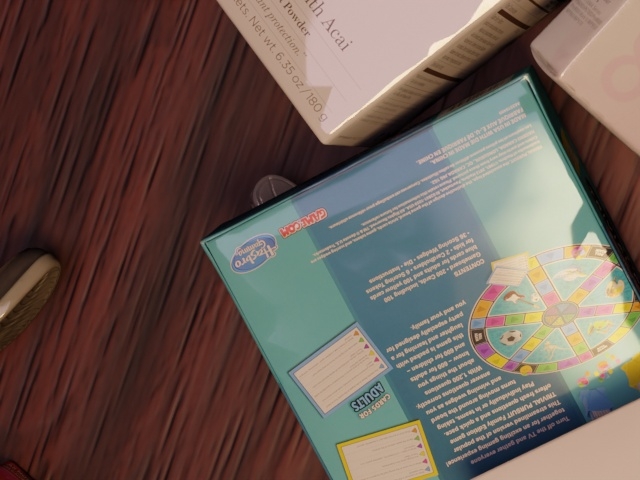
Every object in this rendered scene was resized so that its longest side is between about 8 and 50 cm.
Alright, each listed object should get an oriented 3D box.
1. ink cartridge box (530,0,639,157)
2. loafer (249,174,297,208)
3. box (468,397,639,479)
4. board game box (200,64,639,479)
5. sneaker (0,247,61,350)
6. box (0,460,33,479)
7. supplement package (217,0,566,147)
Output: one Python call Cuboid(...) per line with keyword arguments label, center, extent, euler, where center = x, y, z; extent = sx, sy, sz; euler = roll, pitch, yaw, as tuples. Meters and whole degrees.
Cuboid(label="ink cartridge box", center=(0.277, -0.152, 1.264), extent=(0.232, 0.066, 0.189), euler=(-44, 127, 14))
Cuboid(label="loafer", center=(0.000, 0.000, 1.407), extent=(0.125, 0.039, 0.045), euler=(41, 72, -2))
Cuboid(label="box", center=(0.272, 0.193, 1.203), extent=(0.322, 0.058, 0.232), euler=(-29, 71, 20))
Cuboid(label="board game box", center=(0.110, 0.086, 1.337), extent=(0.254, 0.079, 0.336), euler=(-27, 95, 13))
Cuboid(label="sneaker", center=(-0.306, 0.054, 1.456), extent=(0.222, 0.083, 0.118), euler=(-41, 83, 13))
Cuboid(label="box", center=(-0.197, 0.294, 1.417), extent=(0.257, 0.128, 0.122), euler=(40, 101, 9))
Cuboid(label="supplement package", center=(0.083, -0.219, 1.303), extent=(0.293, 0.175, 0.177), euler=(-38, 83, 12))
